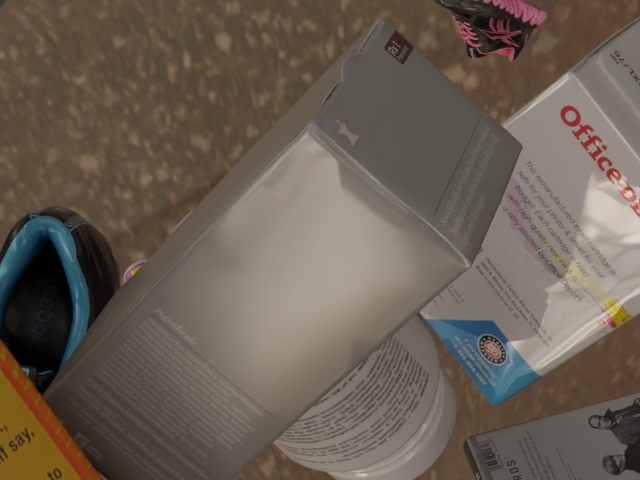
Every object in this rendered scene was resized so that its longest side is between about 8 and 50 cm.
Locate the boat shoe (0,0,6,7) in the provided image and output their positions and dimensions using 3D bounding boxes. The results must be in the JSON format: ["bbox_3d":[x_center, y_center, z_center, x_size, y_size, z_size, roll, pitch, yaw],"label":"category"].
[{"bbox_3d":[-0.114,-0.216,0.517,0.105,0.113,0.306,15,93,17],"label":"boat shoe"}]

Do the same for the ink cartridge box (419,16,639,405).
[{"bbox_3d":[0.223,-0.028,1.524,0.270,0.197,0.198,-39,89,38],"label":"ink cartridge box"}]

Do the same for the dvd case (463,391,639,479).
[{"bbox_3d":[0.279,0.243,1.678,0.239,0.029,0.179,-13,60,-15],"label":"dvd case"}]

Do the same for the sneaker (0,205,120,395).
[{"bbox_3d":[-0.220,0.139,1.205,0.125,0.139,0.340,7,81,-2],"label":"sneaker"}]

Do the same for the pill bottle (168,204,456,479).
[{"bbox_3d":[-0.002,0.086,1.359,0.160,0.283,0.160,-13,57,20],"label":"pill bottle"}]

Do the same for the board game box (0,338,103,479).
[{"bbox_3d":[-0.298,0.240,0.841,0.356,0.356,0.356,-43,112,-30],"label":"board game box"}]

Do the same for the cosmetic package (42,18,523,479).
[{"bbox_3d":[-0.023,0.019,0.834,0.107,0.127,0.238,43,125,-9],"label":"cosmetic package"}]

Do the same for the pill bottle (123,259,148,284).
[{"bbox_3d":[-0.181,0.061,1.875,0.043,0.043,0.083,-29,45,-5],"label":"pill bottle"}]

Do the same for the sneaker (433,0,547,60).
[{"bbox_3d":[0.121,-0.162,1.295,0.047,0.119,0.057,42,111,38],"label":"sneaker"}]
